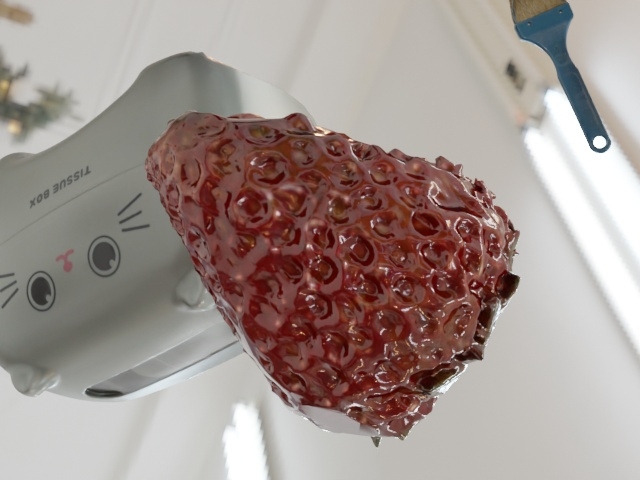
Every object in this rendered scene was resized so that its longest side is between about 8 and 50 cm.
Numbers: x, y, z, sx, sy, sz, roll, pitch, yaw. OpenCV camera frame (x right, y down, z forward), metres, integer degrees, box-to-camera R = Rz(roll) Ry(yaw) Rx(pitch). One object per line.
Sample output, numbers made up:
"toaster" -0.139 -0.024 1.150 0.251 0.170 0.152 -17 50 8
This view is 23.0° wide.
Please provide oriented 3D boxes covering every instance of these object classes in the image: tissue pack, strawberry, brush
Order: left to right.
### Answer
"tissue pack" -0.150 0.011 1.400 0.333 0.229 0.236 -27 -125 31
"strawberry" 0.000 0.000 1.005 0.205 0.244 0.205 -51 -171 11
"brush" 0.209 -0.149 1.347 0.014 0.051 0.164 32 33 -85
